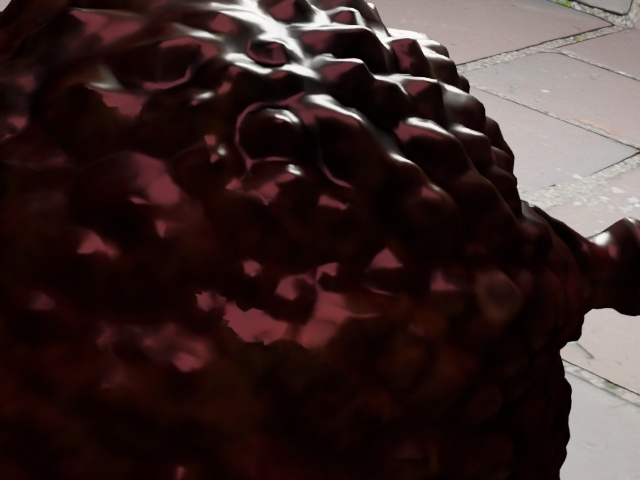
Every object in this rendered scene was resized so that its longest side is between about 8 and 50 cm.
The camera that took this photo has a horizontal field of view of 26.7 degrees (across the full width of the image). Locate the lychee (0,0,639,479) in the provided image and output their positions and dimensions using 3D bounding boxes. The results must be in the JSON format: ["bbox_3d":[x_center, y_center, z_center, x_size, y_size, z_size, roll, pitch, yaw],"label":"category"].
[{"bbox_3d":[-0.045,0.053,0.711,0.500,0.424,0.424,-7,21,12],"label":"lychee"}]
